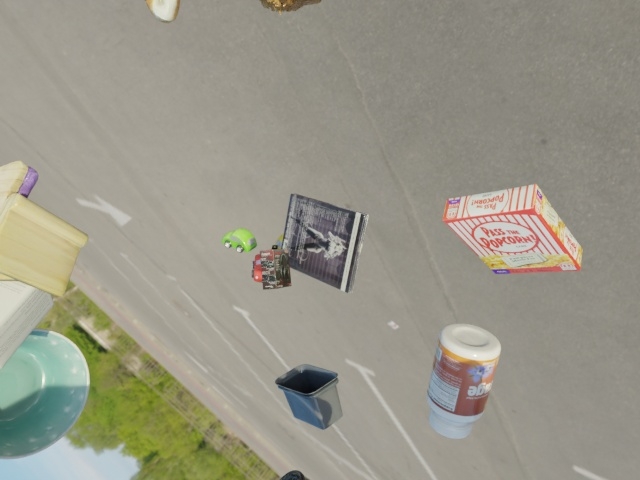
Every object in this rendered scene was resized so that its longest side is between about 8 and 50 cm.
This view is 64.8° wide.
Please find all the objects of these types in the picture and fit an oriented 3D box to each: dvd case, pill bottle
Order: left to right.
[{"bbox_3d":[0.000,0.000,1.074,0.221,0.018,0.164,20,103,43],"label":"dvd case"},{"bbox_3d":[0.285,0.289,1.031,0.121,0.121,0.215,23,117,37],"label":"pill bottle"}]

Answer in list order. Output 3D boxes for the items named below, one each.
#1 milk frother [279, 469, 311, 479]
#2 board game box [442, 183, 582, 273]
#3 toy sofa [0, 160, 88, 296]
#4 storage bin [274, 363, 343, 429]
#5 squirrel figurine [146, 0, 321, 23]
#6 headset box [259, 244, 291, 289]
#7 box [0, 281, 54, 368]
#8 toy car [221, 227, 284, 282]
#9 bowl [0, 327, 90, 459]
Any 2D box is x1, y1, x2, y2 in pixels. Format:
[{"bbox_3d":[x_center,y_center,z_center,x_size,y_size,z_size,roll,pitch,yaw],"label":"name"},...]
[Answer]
[{"bbox_3d":[0.005,0.378,0.612,0.135,0.143,0.129,37,139,-17],"label":"milk frother"},{"bbox_3d":[0.312,-0.010,0.816,0.147,0.045,0.193,-8,145,45],"label":"board game box"},{"bbox_3d":[-0.589,-0.010,0.854,0.363,0.177,0.150,-2,153,20],"label":"toy sofa"},{"bbox_3d":[-0.013,0.312,1.013,0.135,0.098,0.090,-2,108,53],"label":"storage bin"},{"bbox_3d":[-0.082,-0.421,0.617,0.397,0.370,0.281,25,-152,-44],"label":"squirrel figurine"},{"bbox_3d":[-0.086,0.050,0.970,0.032,0.083,0.062,-5,177,24],"label":"headset box"},{"bbox_3d":[-0.701,0.139,1.052,0.181,0.181,0.119,21,139,3],"label":"box"},{"bbox_3d":[-0.170,0.012,1.359,0.225,0.239,0.053,19,123,22],"label":"toy car"},{"bbox_3d":[-0.779,0.378,1.287,0.163,0.311,0.311,-6,129,40],"label":"bowl"}]
